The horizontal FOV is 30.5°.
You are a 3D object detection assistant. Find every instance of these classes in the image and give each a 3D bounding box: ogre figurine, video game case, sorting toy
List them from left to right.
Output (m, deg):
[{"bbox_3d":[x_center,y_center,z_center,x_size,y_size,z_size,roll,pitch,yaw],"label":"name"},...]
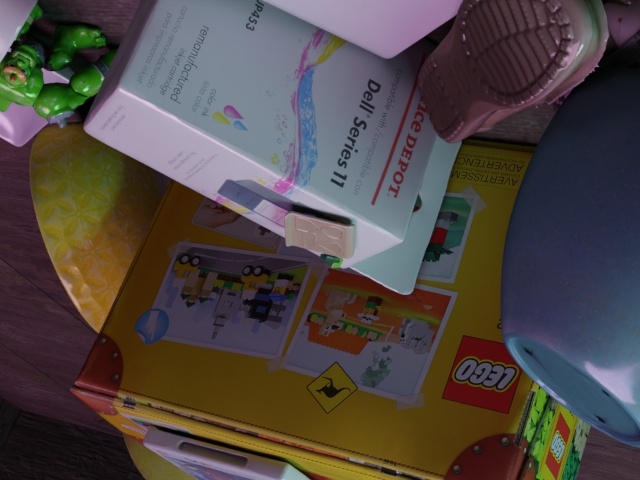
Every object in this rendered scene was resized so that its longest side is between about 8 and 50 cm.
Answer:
[{"bbox_3d":[-0.317,-0.201,1.286,0.197,0.118,0.097,35,155,-31],"label":"ogre figurine"},{"bbox_3d":[-0.064,0.261,1.248,0.183,0.023,0.201,7,155,34],"label":"video game case"},{"bbox_3d":[0.000,0.000,1.037,0.062,0.012,0.083,10,151,6],"label":"sorting toy"}]

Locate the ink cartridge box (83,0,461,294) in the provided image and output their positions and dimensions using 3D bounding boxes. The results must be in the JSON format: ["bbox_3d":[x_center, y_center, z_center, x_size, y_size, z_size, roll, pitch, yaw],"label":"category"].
[{"bbox_3d":[-0.007,-0.116,1.069,0.353,0.207,0.119,28,155,-18],"label":"ink cartridge box"}]

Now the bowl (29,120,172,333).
[{"bbox_3d":[-0.222,-0.030,1.467,0.156,0.289,0.289,-19,146,10],"label":"bowl"}]

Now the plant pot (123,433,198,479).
[{"bbox_3d":[-0.098,0.203,1.621,0.275,0.274,0.293,28,142,-13],"label":"plant pot"}]

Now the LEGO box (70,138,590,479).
[{"bbox_3d":[0.043,0.082,1.261,0.500,0.372,0.193,10,156,28],"label":"LEGO box"}]

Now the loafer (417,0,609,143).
[{"bbox_3d":[0.158,-0.152,0.935,0.102,0.092,0.268,66,163,0],"label":"loafer"}]

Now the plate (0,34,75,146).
[{"bbox_3d":[-0.441,-0.231,1.432,0.278,0.045,0.277,32,157,-22],"label":"plate"}]

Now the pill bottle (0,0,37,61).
[{"bbox_3d":[-0.407,-0.285,1.118,0.278,0.162,0.162,31,157,-19],"label":"pill bottle"}]

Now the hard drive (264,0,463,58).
[{"bbox_3d":[-0.017,-0.249,0.898,0.308,0.040,0.203,20,155,-26],"label":"hard drive"}]

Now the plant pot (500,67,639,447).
[{"bbox_3d":[0.252,0.041,0.894,0.290,0.195,0.290,38,169,9],"label":"plant pot"}]

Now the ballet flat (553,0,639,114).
[{"bbox_3d":[0.241,-0.154,0.931,0.079,0.077,0.221,60,159,-1],"label":"ballet flat"}]
